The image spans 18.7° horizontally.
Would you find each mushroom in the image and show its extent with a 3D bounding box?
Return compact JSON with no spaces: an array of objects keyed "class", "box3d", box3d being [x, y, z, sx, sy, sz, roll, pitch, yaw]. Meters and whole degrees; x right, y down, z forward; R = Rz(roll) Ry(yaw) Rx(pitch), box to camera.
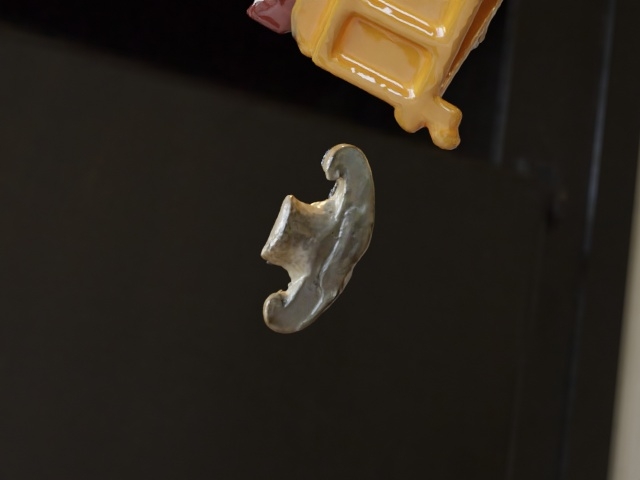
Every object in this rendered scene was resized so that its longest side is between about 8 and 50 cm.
[{"class":"mushroom","box3d":[0.000,0.000,0.955,0.049,0.101,0.019,24,-11,-16]}]

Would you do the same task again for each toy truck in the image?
[{"class":"toy truck","box3d":[0.059,-0.151,0.770,0.135,0.270,0.114,28,-57,3]}]
